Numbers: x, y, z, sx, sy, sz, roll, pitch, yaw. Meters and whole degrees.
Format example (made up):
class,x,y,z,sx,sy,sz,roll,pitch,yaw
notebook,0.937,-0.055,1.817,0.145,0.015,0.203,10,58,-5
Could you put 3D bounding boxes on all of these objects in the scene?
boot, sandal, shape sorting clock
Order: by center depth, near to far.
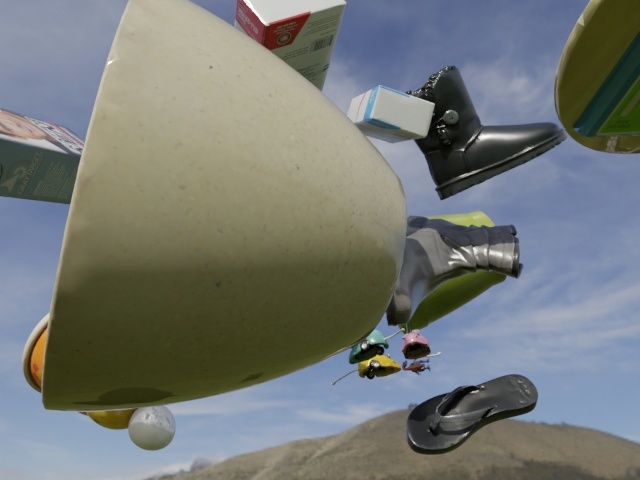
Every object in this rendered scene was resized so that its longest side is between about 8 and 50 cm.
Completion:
class,x,y,z,sx,sy,sz,roll,pitch,yaw
shape sorting clock,0.224,-0.118,0.284,0.206,0.040,0.206,-7,-31,-4
boot,0.271,-0.209,0.940,0.246,0.207,0.094,-24,2,7
sandal,0.259,0.289,0.957,0.254,0.097,0.055,-20,-51,-13
boot,0.241,0.039,0.965,0.222,0.338,0.118,5,-60,20

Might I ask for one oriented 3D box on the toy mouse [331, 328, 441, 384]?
class,x,y,z,sx,sy,sz,roll,pitch,yaw
toy mouse,0.095,0.144,0.749,0.160,0.031,0.143,-6,-37,-8

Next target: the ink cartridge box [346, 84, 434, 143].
class,x,y,z,sx,sy,sz,roll,pitch,yaw
ink cartridge box,0.097,-0.182,0.804,0.088,0.052,0.122,14,1,-16

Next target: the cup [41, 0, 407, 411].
class,x,y,z,sx,sy,sz,roll,pitch,yaw
cup,-0.068,-0.010,0.473,0.236,0.331,0.331,13,-32,-18

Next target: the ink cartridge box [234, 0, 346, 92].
class,x,y,z,sx,sy,sz,roll,pitch,yaw
ink cartridge box,-0.080,-0.405,1.177,0.196,0.114,0.273,-27,-22,-27

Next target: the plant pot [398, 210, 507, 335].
class,x,y,z,sx,sy,sz,roll,pitch,yaw
plant pot,0.371,0.072,1.701,0.352,0.367,0.367,-18,-31,-2

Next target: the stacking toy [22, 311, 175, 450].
class,x,y,z,sx,sy,sz,roll,pitch,yaw
stacking toy,-0.556,0.392,1.504,0.479,0.351,0.351,31,-14,34

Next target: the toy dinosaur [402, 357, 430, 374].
class,x,y,z,sx,sy,sz,roll,pitch,yaw
toy dinosaur,0.244,0.323,1.421,0.082,0.047,0.090,-16,-24,25

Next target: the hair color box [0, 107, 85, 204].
class,x,y,z,sx,sy,sz,roll,pitch,yaw
hair color box,-0.589,-0.169,1.054,0.185,0.114,0.374,33,9,16
